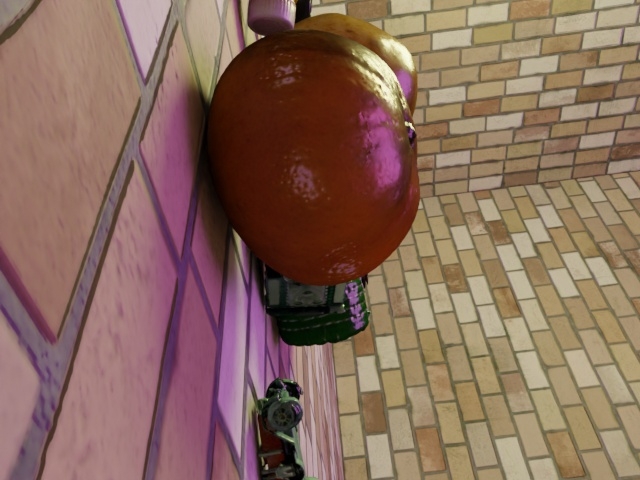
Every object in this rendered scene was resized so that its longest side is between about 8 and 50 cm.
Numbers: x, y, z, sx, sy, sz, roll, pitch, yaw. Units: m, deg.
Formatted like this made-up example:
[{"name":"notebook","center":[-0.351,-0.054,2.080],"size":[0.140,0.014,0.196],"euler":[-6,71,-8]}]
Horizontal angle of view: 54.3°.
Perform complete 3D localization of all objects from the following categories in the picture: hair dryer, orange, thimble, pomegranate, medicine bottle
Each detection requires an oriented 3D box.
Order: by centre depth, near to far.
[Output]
[{"name":"orange","center":[0.002,-0.079,0.565],"size":[0.240,0.171,0.240],"euler":[-16,90,-73]},{"name":"thimble","center":[0.002,0.090,0.850],"size":[0.118,0.130,0.090],"euler":[-140,-141,-84]},{"name":"medicine bottle","center":[-0.065,-0.409,0.907],"size":[0.122,0.122,0.212],"euler":[72,22,-80]},{"name":"pomegranate","center":[0.028,-0.237,0.991],"size":[0.260,0.260,0.260],"euler":[-7,90,-88]},{"name":"hair dryer","center":[-0.074,-0.355,1.137],"size":[0.057,0.100,0.197],"euler":[-65,163,-80]}]

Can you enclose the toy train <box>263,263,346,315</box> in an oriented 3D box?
[{"name":"toy train","center":[-0.032,-0.043,0.775],"size":[0.154,0.115,0.269],"euler":[94,-8,-52]}]

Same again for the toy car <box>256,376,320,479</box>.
[{"name":"toy car","center":[-0.032,0.208,0.600],"size":[0.073,0.054,0.143],"euler":[-92,171,-84]}]

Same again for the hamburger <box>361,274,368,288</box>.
[{"name":"hamburger","center":[0.000,0.000,1.016],"size":[0.243,0.139,0.261],"euler":[-28,110,-86]}]
